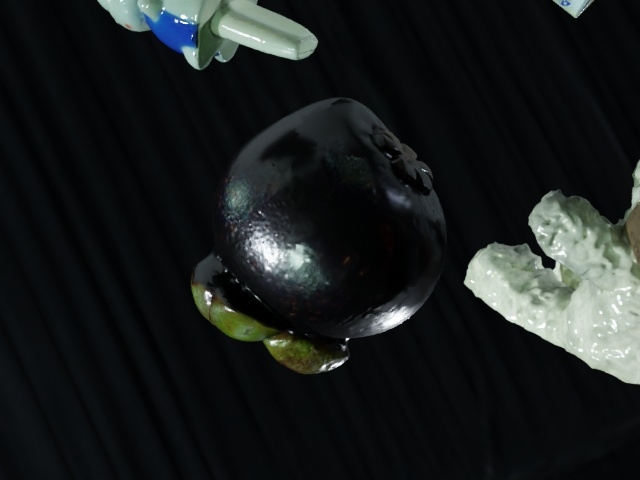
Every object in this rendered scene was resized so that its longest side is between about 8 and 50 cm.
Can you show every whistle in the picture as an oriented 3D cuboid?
[{"bbox_3d":[-0.112,-0.207,1.618,0.110,0.244,0.092,-26,137,-57],"label":"whistle"}]

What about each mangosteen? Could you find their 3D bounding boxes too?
[{"bbox_3d":[0.000,0.000,1.680,0.243,0.243,0.243,-25,168,-6],"label":"mangosteen"}]

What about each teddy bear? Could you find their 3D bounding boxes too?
[{"bbox_3d":[0.362,-0.043,2.026,0.327,0.375,0.362,-3,116,-27],"label":"teddy bear"}]

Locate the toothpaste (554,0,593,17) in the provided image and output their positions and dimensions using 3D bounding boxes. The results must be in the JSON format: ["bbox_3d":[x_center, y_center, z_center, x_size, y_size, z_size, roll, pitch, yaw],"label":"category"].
[{"bbox_3d":[0.094,-0.192,1.028,0.046,0.164,0.034,-45,171,-36],"label":"toothpaste"}]
